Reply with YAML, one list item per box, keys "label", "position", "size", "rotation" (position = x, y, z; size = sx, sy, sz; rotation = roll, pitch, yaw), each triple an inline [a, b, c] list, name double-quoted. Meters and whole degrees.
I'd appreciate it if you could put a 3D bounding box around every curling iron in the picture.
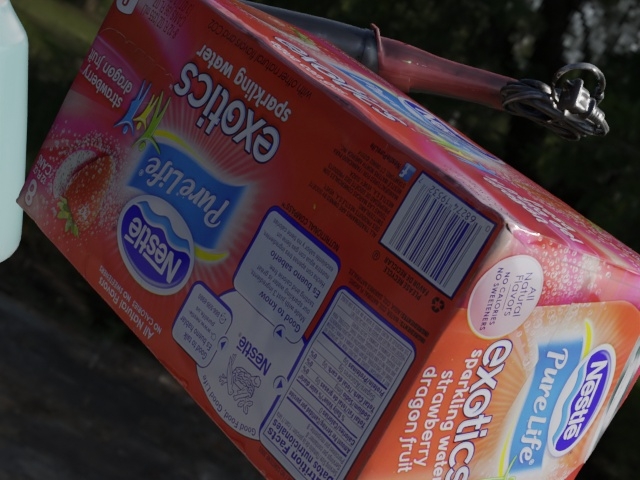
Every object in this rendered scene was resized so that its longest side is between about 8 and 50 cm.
- label: "curling iron"
  position: [0.040, -0.109, 0.851]
  size: [0.274, 0.035, 0.068]
  rotation: [15, -15, -5]

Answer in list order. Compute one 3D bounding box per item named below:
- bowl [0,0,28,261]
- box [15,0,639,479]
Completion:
- label: "bowl"
  position: [-0.315, -0.121, 0.967]
  size: [0.311, 0.163, 0.311]
  rotation: [24, 14, -6]
- label: "box"
  position: [0.000, 0.000, 0.602]
  size: [0.122, 0.128, 0.257]
  rotation: [18, 16, -44]
